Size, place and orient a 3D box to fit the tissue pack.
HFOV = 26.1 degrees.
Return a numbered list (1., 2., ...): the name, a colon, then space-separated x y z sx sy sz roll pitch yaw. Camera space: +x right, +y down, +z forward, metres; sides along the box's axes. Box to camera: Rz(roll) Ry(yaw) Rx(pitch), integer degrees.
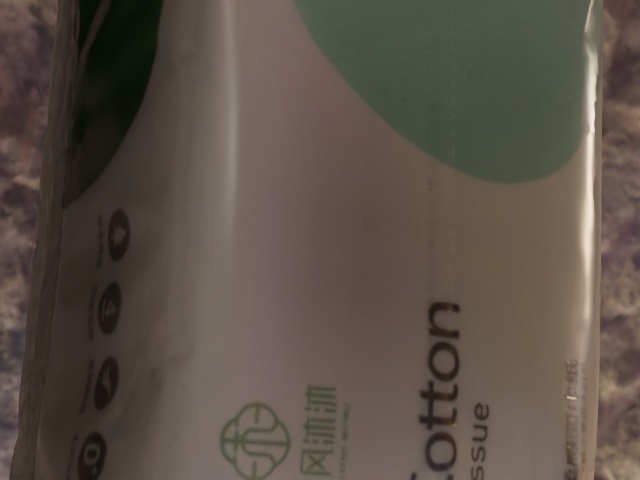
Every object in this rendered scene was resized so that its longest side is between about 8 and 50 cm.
1. tissue pack: 0.001 0.000 0.683 0.266 0.357 0.194 11 -15 -36
